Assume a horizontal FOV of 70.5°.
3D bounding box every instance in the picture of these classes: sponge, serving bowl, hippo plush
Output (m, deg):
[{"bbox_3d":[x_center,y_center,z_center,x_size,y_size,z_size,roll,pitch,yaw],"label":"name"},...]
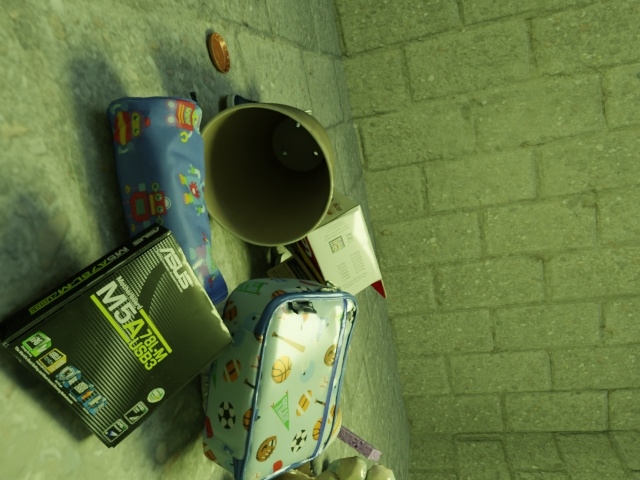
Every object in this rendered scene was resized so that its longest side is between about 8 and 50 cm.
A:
[{"bbox_3d":[0.058,0.513,1.204,0.031,0.210,0.117,-57,152,-15],"label":"sponge"},{"bbox_3d":[-0.099,0.073,1.159,0.083,0.027,0.083,-8,90,-75],"label":"serving bowl"},{"bbox_3d":[0.123,0.681,1.240,0.236,0.294,0.234,-16,129,-85],"label":"hippo plush"}]

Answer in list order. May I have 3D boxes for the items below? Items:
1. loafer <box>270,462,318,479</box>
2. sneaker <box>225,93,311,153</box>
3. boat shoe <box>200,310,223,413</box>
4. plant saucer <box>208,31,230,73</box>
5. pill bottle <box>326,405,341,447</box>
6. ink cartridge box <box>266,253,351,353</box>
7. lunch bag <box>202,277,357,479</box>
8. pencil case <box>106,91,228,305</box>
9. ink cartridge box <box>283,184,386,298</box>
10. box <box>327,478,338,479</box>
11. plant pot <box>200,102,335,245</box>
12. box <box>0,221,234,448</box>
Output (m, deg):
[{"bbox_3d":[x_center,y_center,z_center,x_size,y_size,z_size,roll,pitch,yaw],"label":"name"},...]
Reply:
[{"bbox_3d":[-0.070,0.504,0.906,0.366,0.134,0.130,79,-8,-53],"label":"loafer"},{"bbox_3d":[-0.104,-0.278,1.070,0.282,0.153,0.099,27,56,-72],"label":"sneaker"},{"bbox_3d":[-0.151,0.247,0.746,0.084,0.095,0.258,-61,140,-73],"label":"boat shoe"},{"bbox_3d":[-0.219,-0.404,0.977,0.083,0.013,0.083,-8,90,-74],"label":"plant saucer"},{"bbox_3d":[-0.069,0.279,0.892,0.162,0.162,0.278,-72,147,-59],"label":"pill bottle"},{"bbox_3d":[-0.022,0.171,1.053,0.193,0.088,0.234,50,-14,30],"label":"ink cartridge box"},{"bbox_3d":[-0.048,0.202,0.708,0.243,0.115,0.303,9,95,-50],"label":"lunch bag"},{"bbox_3d":[-0.208,-0.047,0.634,0.133,0.119,0.306,-20,103,-77],"label":"pencil case"},{"bbox_3d":[0.000,0.000,1.064,0.309,0.130,0.271,44,-20,54],"label":"ink cartridge box"},{"bbox_3d":[0.025,0.644,1.030,0.042,0.109,0.178,35,55,-14],"label":"box"},{"bbox_3d":[-0.076,-0.161,0.902,0.274,0.257,0.256,-63,143,-63],"label":"plant pot"},{"bbox_3d":[-0.210,0.107,0.509,0.184,0.045,0.190,-38,129,-26],"label":"box"}]
